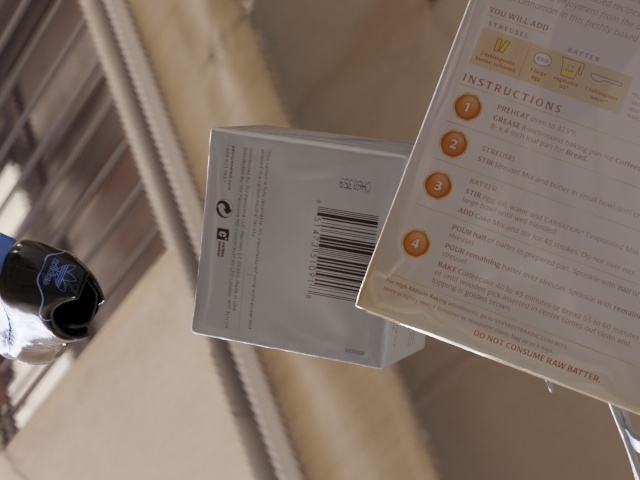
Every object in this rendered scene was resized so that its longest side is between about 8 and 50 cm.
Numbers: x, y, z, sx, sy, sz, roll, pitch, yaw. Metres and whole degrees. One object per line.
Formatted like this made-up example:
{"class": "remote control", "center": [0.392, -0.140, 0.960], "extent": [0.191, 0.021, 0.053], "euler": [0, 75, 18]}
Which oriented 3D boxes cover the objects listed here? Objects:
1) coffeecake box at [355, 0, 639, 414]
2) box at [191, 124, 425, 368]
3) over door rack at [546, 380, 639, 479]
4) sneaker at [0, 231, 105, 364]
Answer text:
{"class": "coffeecake box", "center": [0.115, -0.034, 0.586], "extent": [0.142, 0.185, 0.068], "euler": [21, 179, 10]}
{"class": "box", "center": [0.000, 0.000, 1.293], "extent": [0.182, 0.180, 0.119], "euler": [9, -172, 20]}
{"class": "over door rack", "center": [0.223, 0.064, 1.133], "extent": [0.324, 0.108, 0.239], "euler": [-114, 0, -66]}
{"class": "sneaker", "center": [-0.234, 0.065, 1.325], "extent": [0.091, 0.232, 0.081], "euler": [18, -108, 7]}
